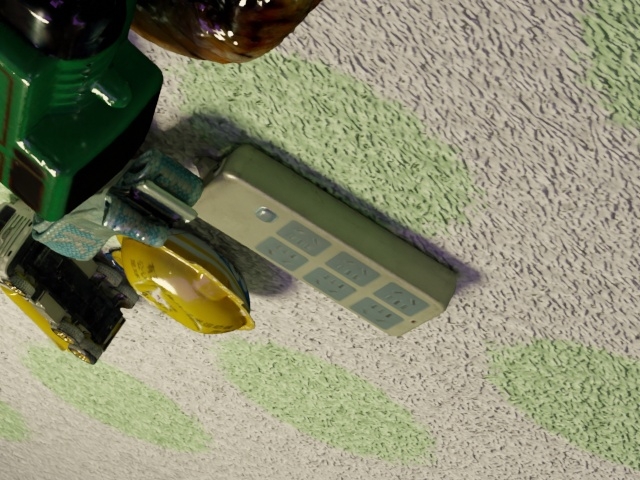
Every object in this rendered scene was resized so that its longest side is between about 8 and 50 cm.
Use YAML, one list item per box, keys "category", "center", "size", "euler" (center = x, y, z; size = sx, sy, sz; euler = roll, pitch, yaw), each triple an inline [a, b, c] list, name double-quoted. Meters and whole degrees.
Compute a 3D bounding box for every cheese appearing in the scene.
- category: "cheese"
  center: [-0.153, 0.040, 1.982]
  size: [0.177, 0.069, 0.270]
  euler: [40, 164, -19]

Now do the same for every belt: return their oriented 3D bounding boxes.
- category: "belt"
  center: [-0.197, -0.028, 1.821]
  size: [0.072, 0.087, 0.302]
  euler: [37, 163, -19]

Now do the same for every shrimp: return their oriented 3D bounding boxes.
- category: "shrimp"
  center: [-0.105, -0.225, 1.387]
  size: [0.233, 0.071, 0.365]
  euler: [35, 161, -8]

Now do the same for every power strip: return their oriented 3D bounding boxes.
- category: "power strip"
  center: [0.000, 0.000, 1.768]
  size: [0.270, 0.046, 0.118]
  euler: [32, 156, -12]

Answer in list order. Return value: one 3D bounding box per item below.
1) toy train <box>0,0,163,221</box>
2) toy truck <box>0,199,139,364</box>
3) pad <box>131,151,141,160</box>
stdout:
- category: "toy train"
  center: [-0.231, -0.166, 1.401]
  size: [0.249, 0.178, 0.429]
  euler: [42, 157, 4]
- category: "toy truck"
  center: [-0.296, 0.049, 2.111]
  size: [0.114, 0.098, 0.227]
  euler: [20, 159, 36]
- category: "pad"
  center: [-0.285, -0.121, 1.815]
  size: [0.266, 0.002, 0.176]
  euler: [20, 169, 16]
